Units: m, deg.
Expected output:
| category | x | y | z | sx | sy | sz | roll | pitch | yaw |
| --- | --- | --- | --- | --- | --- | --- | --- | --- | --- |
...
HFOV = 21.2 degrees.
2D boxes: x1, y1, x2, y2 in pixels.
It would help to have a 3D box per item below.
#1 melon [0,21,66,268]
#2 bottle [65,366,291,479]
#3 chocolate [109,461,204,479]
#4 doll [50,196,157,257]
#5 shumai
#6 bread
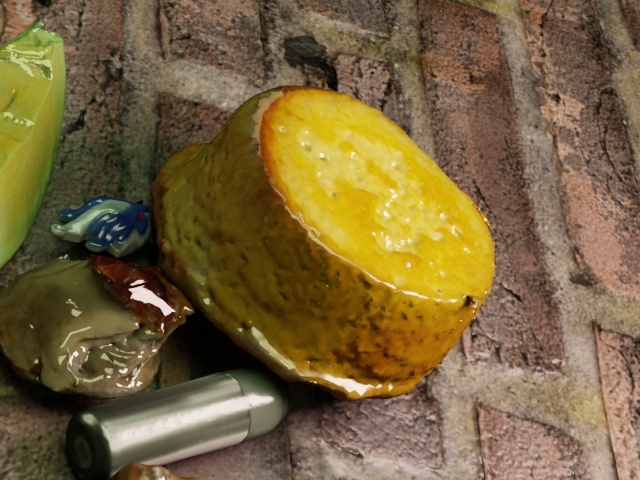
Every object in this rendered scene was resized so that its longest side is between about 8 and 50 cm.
| category | x | y | z | sx | sy | sz | roll | pitch | yaw |
| --- | --- | --- | --- | --- | --- | --- | --- | --- | --- |
| melon | -0.368 | -0.114 | 1.896 | 0.196 | 0.124 | 0.323 | 33 | 37 | -5 |
| bottle | -0.148 | 0.187 | 1.798 | 0.254 | 0.079 | 0.096 | -12 | 27 | -38 |
| chocolate | -0.113 | 0.310 | 1.694 | 0.214 | 0.093 | 0.148 | 16 | 47 | -21 |
| doll | -0.226 | -0.014 | 1.936 | 0.195 | 0.070 | 0.096 | -6 | 37 | -47 |
| shumai | -0.237 | 0.072 | 1.794 | 0.201 | 0.120 | 0.201 | 16 | 36 | -12 |
| bread | 0.000 | 0.000 | 1.933 | 0.398 | 0.215 | 0.398 | 28 | 34 | -21 |
